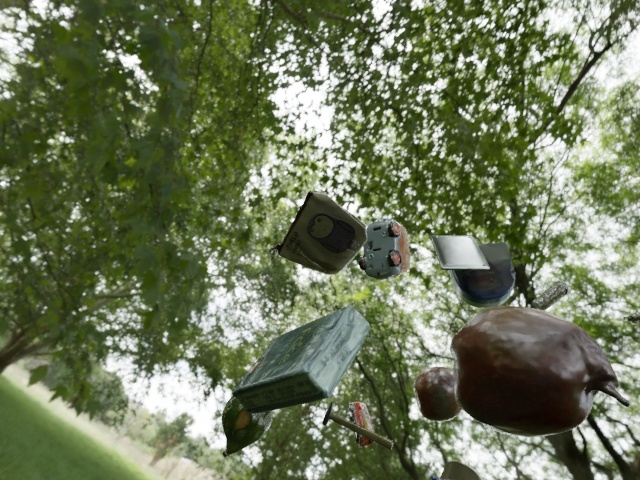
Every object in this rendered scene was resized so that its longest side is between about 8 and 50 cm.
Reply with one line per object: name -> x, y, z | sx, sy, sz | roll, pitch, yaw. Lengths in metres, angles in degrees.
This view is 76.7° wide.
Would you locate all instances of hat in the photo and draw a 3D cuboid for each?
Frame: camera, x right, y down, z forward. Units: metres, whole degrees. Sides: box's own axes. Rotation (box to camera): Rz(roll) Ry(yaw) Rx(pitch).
hat -> 0.398, 0.781, 1.230 | 0.166, 0.173, 0.144 | 1, -4, 42

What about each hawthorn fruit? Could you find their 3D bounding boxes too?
hawthorn fruit -> 0.468, 0.292, 0.944 | 0.308, 0.308, 0.324 | 37, -46, -1

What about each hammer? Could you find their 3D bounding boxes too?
hammer -> 0.094, 0.472, 1.022 | 0.199, 0.062, 0.013 | 9, -23, 36

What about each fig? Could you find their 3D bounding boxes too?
fig -> -0.300, 0.711, 1.566 | 0.195, 0.244, 0.195 | 23, -15, 7

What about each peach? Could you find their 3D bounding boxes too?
peach -> 0.564, 0.737, 1.941 | 0.252, 0.252, 0.252 | 23, -37, 19

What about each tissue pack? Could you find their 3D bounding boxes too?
tissue pack -> -0.050, 0.296, 0.986 | 0.316, 0.228, 0.103 | -32, -79, 42

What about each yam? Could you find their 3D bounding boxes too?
yam -> 0.765, 0.187, 1.345 | 0.054, 0.132, 0.054 | 54, -12, 17

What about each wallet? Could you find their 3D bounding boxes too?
wallet -> -0.001, -0.003, 1.400 | 0.275, 0.068, 0.335 | 26, -54, -11

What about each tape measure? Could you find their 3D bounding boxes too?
tape measure -> 0.722, 0.164, 1.791 | 0.259, 0.262, 0.138 | -13, -29, 7

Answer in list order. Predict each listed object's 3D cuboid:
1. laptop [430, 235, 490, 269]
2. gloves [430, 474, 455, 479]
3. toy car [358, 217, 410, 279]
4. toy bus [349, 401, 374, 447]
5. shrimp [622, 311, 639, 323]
laptop -> 0.572, 0.046, 1.677 | 0.188, 0.269, 0.015 | 0, -61, 4
gloves -> 0.309, 0.595, 0.987 | 0.064, 0.026, 0.086 | 33, -31, -15
toy car -> 0.299, 0.045, 1.762 | 0.181, 0.270, 0.212 | -13, -22, 43
toy bus -> 0.161, 0.717, 1.594 | 0.077, 0.174, 0.079 | -8, -62, -6
shrimp -> 1.282, 0.202, 1.516 | 0.185, 0.068, 0.287 | 22, -70, -10
